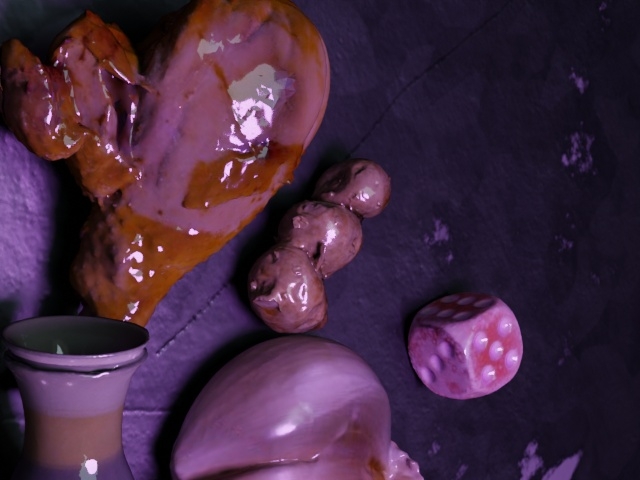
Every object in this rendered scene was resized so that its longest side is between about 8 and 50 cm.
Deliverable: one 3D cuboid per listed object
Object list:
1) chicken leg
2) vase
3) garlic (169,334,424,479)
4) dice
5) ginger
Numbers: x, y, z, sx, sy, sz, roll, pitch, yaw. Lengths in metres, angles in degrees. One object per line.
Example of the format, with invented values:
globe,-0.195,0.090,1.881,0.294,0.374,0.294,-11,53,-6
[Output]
chicken leg,-0.176,-0.057,1.251,0.295,0.182,0.409,26,92,-30
vase,-0.205,0.228,1.186,0.173,0.173,0.321,-10,108,-41
garlic,-0.020,0.231,1.412,0.325,0.132,0.279,11,78,-47
dice,0.156,0.113,1.577,0.094,0.093,0.091,-27,111,-37
ginger,0.000,0.000,1.437,0.104,0.080,0.204,48,62,-40
